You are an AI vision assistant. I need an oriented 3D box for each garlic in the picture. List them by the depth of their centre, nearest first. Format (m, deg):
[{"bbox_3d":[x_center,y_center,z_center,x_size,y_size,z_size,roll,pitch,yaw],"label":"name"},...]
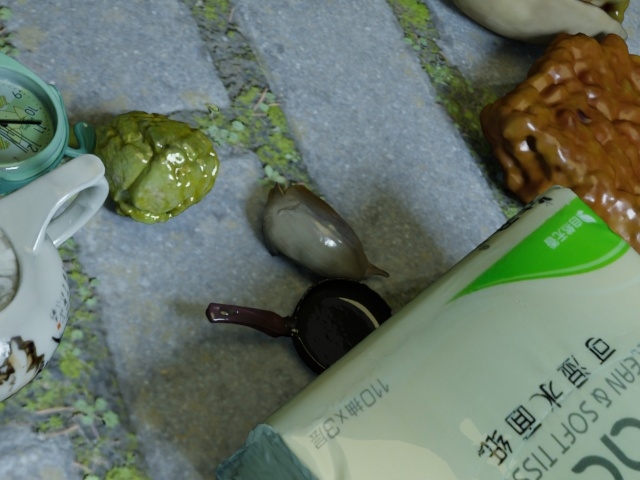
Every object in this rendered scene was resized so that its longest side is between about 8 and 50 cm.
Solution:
[{"bbox_3d":[0.002,-0.004,1.053,0.152,0.066,0.084,41,49,8],"label":"garlic"}]

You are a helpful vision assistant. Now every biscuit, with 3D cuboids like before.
[{"bbox_3d":[0.366,-0.109,1.265,0.318,0.110,0.312,42,52,3],"label":"biscuit"}]

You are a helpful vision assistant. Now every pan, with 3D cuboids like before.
[{"bbox_3d":[-0.019,0.088,0.997,0.212,0.040,0.115,8,56,-29],"label":"pan"}]

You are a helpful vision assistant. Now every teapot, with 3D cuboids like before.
[{"bbox_3d":[-0.301,0.027,0.842,0.208,0.166,0.299,37,60,18],"label":"teapot"}]

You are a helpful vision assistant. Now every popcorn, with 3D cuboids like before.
[{"bbox_3d":[-0.163,-0.071,1.006,0.120,0.116,0.106,8,99,-16],"label":"popcorn"}]

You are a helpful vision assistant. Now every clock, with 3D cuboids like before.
[{"bbox_3d":[-0.317,-0.105,0.978,0.188,0.060,0.148,30,50,-4],"label":"clock"}]

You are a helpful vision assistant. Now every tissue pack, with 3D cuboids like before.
[{"bbox_3d":[0.172,0.186,0.885,0.405,0.205,0.332,-36,76,-31],"label":"tissue pack"}]

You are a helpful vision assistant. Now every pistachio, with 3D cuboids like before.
[{"bbox_3d":[0.296,-0.355,1.365,0.299,0.187,0.188,17,53,-22],"label":"pistachio"}]
